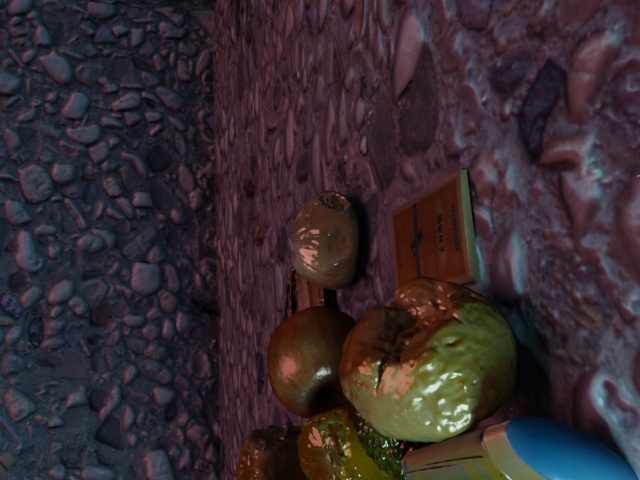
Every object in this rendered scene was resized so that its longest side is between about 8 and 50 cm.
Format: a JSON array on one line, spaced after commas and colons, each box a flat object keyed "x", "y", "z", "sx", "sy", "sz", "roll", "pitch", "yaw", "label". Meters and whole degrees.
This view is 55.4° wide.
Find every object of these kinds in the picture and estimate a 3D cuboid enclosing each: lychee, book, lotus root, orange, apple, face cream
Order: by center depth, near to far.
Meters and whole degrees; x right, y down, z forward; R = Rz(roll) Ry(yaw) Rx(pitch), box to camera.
[{"x": 0.210, "y": 0.269, "z": 0.703, "sx": 0.067, "sy": 0.139, "sz": 0.285, "roll": -61, "pitch": 3, "yaw": -32, "label": "face cream"}, {"x": 0.125, "y": 0.272, "z": 0.902, "sx": 0.171, "sy": 0.171, "sz": 0.171, "roll": -179, "pitch": 90, "yaw": -71, "label": "lychee"}, {"x": 0.174, "y": 0.002, "z": 0.979, "sx": 0.242, "sy": 0.018, "sz": 0.170, "roll": 144, "pitch": 125, "yaw": -67, "label": "book"}, {"x": 0.066, "y": 0.373, "z": 1.061, "sx": 0.237, "sy": 0.158, "sz": 0.179, "roll": 130, "pitch": 125, "yaw": -62, "label": "orange"}, {"x": -0.002, "y": 0.239, "z": 1.194, "sx": 0.188, "sy": 0.211, "sz": 0.211, "roll": -118, "pitch": 34, "yaw": -50, "label": "apple"}, {"x": -0.012, "y": 0.189, "z": 1.437, "sx": 0.167, "sy": 0.078, "sz": 0.329, "roll": -30, "pitch": 57, "yaw": 42, "label": "lotus root"}]

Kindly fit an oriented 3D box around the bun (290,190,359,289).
[{"x": 0.000, "y": 0.000, "z": 1.304, "sx": 0.220, "sy": 0.134, "sz": 0.220, "roll": 178, "pitch": 90, "yaw": -74, "label": "bun"}]

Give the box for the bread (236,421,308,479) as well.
[{"x": -0.097, "y": 0.554, "z": 1.475, "sx": 0.176, "sy": 0.195, "sz": 0.246, "roll": -164, "pitch": 77, "yaw": -63, "label": "bread"}]

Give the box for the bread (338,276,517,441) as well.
[{"x": 0.125, "y": 0.141, "z": 0.774, "sx": 0.134, "sy": 0.244, "sz": 0.244, "roll": 61, "pitch": 170, "yaw": -20, "label": "bread"}]
